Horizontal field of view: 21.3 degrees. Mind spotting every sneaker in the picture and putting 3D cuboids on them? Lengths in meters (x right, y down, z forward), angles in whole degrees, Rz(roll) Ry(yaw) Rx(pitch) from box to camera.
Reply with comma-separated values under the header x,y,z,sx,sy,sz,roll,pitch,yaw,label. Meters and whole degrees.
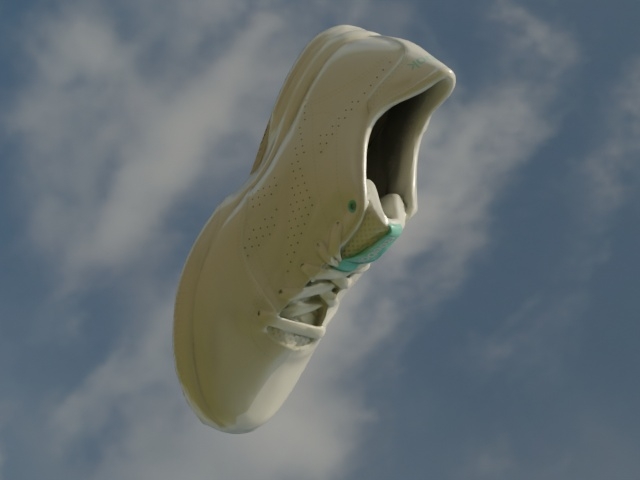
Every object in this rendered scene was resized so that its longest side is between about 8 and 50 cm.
x,y,z,sx,sy,sz,roll,pitch,yaw,label
0.000,0.000,0.821,0.094,0.080,0.212,22,-89,48,sneaker
